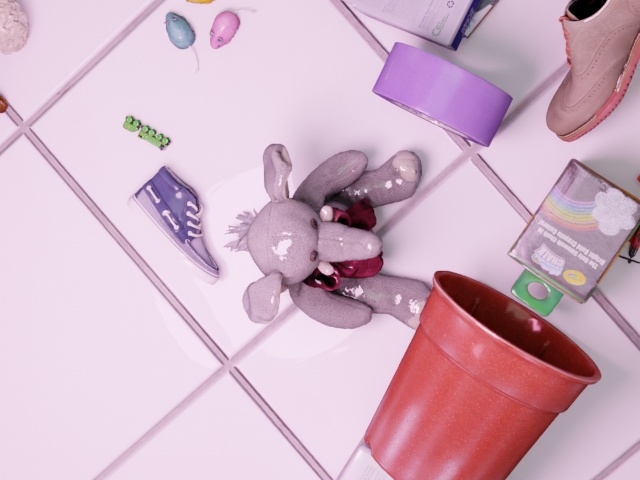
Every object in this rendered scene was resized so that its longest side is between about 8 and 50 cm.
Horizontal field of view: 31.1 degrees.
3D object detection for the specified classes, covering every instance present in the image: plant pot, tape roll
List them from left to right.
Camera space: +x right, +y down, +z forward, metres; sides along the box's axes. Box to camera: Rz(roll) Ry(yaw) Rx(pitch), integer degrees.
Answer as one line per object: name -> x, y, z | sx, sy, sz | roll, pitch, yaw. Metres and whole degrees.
tape roll -> 0.174, -0.209, 1.651 | 0.189, 0.189, 0.080 | 26, 96, 5
plant pot -> 0.213, 0.226, 1.642 | 0.272, 0.272, 0.265 | 31, 104, 5

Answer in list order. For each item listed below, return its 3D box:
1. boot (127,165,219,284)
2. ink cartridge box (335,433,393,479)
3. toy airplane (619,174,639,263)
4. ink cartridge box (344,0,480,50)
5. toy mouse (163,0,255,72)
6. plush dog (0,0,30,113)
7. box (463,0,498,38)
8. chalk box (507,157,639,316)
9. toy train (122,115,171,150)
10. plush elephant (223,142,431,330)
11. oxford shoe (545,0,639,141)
boot -> -0.206, -0.024, 1.765 | 0.190, 0.069, 0.086 | 45, 99, 5
ink cartridge box -> 0.139, 0.463, 1.712 | 0.306, 0.131, 0.226 | 32, 95, 3
toy airplane -> 0.486, -0.035, 1.701 | 0.151, 0.028, 0.151 | 0, 92, 8
ink cartridge box -> 0.150, -0.420, 1.705 | 0.224, 0.045, 0.223 | 29, 94, 23
toy mouse -> -0.185, -0.331, 1.769 | 0.161, 0.031, 0.143 | 11, 94, 6
plush dog -> -0.599, -0.271, 1.761 | 0.262, 0.211, 0.225 | 14, 120, 8
box -> 0.222, -0.368, 1.720 | 0.081, 0.028, 0.136 | 39, 95, 5
chalk box -> 0.360, 0.005, 1.656 | 0.132, 0.132, 0.213 | 35, 101, 12
toy train -> -0.271, -0.167, 1.795 | 0.083, 0.017, 0.024 | 31, 105, 5
plush elephant -> 0.000, 0.000, 1.647 | 0.329, 0.255, 0.272 | 2, 93, 7
oxford shoe -> 0.377, -0.282, 1.584 | 0.130, 0.123, 0.348 | 12, 134, -12
